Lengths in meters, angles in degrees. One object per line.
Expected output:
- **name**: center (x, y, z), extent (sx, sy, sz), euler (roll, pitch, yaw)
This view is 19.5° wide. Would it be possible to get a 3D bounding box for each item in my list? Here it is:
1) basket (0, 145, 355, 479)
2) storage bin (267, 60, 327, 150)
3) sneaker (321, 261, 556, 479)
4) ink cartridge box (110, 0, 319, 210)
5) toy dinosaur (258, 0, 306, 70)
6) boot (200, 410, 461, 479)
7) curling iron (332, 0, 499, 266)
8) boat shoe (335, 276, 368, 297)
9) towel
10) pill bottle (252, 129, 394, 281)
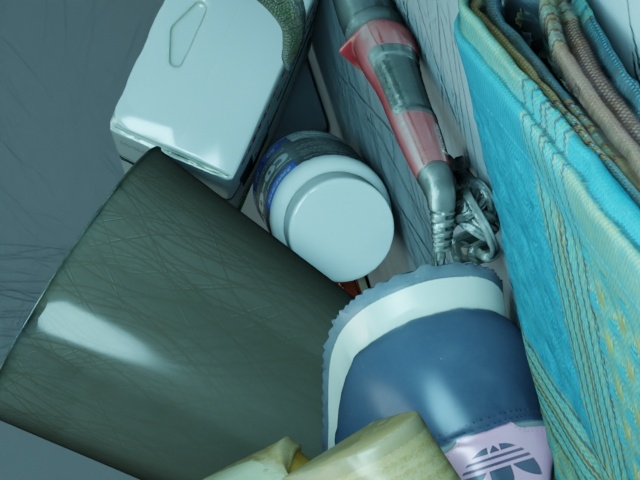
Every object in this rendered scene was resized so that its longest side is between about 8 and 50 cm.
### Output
- **basket**: center (-0.044, 0.077, 1.072), extent (0.154, 0.227, 0.204), euler (-61, -1, 43)
- **storage bin**: center (-0.052, -0.117, 1.405), extent (0.098, 0.091, 0.135), euler (98, 154, -79)
- **sneaker**: center (0.061, 0.148, 0.902), extent (0.319, 0.112, 0.131), euler (79, 172, -56)
- **ink cartridge box**: center (-0.067, -0.104, 1.231), extent (0.208, 0.087, 0.153), euler (106, -173, -82)
- **toy dinosaur**: center (-0.078, -0.229, 0.899), extent (0.121, 0.160, 0.313), euler (-113, 9, -54)
- **boot**: center (0.012, 0.192, 0.794), extent (0.295, 0.104, 0.211), euler (-24, 92, 61)
- **curling iron**: center (0.030, -0.082, 0.904), extent (0.068, 0.035, 0.274), euler (78, 173, -45)
- **boat shoe**: center (0.025, 0.077, 1.483), extent (0.049, 0.043, 0.137), euler (-115, 8, -49)
- **towel**: center (0.122, 0.121, 0.570), extent (0.271, 0.040, 0.370), euler (-113, 6, -59)
- **pill bottle**: center (0.002, -0.021, 1.182), extent (0.137, 0.078, 0.078), euler (-125, 19, -74)
